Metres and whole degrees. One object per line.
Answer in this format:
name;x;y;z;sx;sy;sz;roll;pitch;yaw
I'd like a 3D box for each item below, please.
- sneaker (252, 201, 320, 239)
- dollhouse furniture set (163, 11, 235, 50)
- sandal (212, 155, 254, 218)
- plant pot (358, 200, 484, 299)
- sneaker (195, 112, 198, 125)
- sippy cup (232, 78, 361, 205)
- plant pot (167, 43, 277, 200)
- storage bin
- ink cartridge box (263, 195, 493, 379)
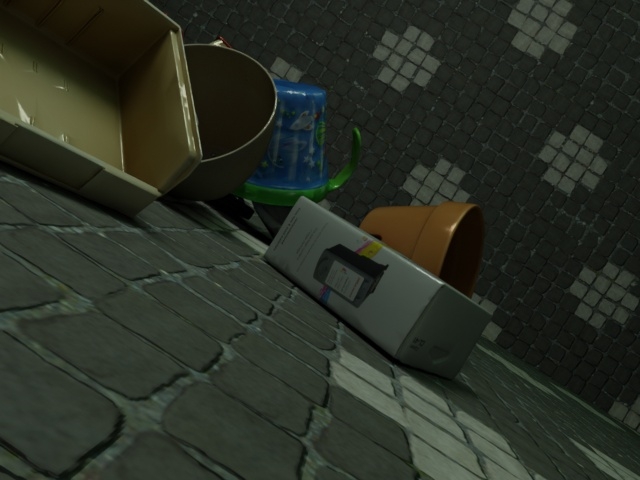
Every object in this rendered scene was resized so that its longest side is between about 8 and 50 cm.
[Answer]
sneaker;-0.049;-0.039;1.262;0.281;0.115;0.105;42;-14;44
dollhouse furniture set;-0.324;-0.352;1.272;0.201;0.152;0.374;44;-43;-13
sandal;-0.241;-0.154;1.455;0.167;0.107;0.446;30;4;-19
plant pot;0.189;0.049;1.202;0.203;0.291;0.291;15;-6;29
sneaker;-0.317;-0.249;0.879;0.282;0.099;0.153;22;-37;12
sippy cup;-0.084;-0.214;1.229;0.240;0.224;0.305;28;28;38
plant pot;-0.215;-0.180;1.045;0.284;0.284;0.191;33;-29;19
storage bin;-0.276;-0.192;0.633;0.262;0.123;0.260;30;35;-48
ink cartridge box;0.091;0.073;0.954;0.306;0.131;0.226;33;3;38
